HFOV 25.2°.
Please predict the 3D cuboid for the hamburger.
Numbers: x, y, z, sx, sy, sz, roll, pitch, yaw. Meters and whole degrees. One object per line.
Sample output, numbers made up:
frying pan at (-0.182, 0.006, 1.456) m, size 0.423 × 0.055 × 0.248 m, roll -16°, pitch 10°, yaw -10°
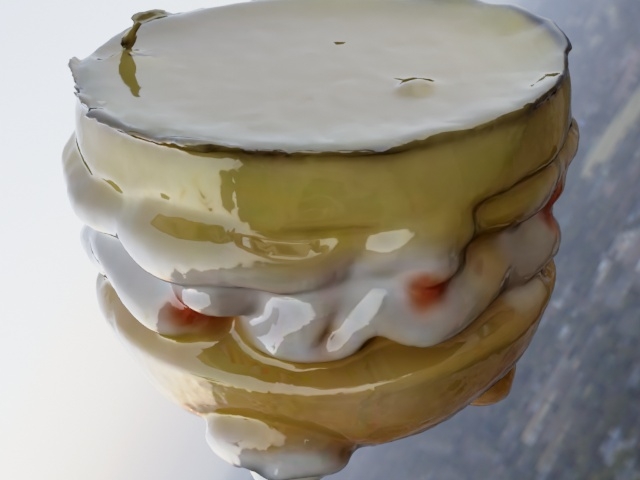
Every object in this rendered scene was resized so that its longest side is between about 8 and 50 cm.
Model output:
hamburger at (0.000, 0.000, 0.774) m, size 0.276 × 0.276 × 0.237 m, roll -55°, pitch -31°, yaw -57°
